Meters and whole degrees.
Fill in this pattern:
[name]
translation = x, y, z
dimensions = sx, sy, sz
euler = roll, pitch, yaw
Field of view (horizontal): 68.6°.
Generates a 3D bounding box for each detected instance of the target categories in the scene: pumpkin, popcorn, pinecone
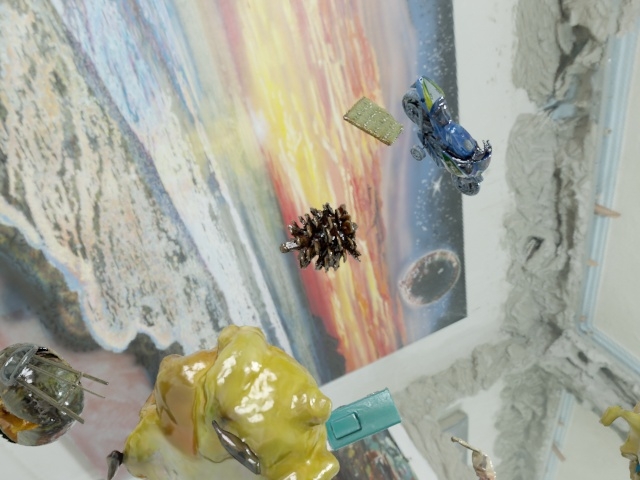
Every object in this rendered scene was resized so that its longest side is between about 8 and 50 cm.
[pumpkin]
translation = -0.836, 0.445, 1.365
dimensions = 0.321, 0.192, 0.320
euler = 12, -62, 23
[popcorn]
translation = -0.119, 0.259, 0.688
dimensions = 0.316, 0.281, 0.297
euler = 11, -71, 26
[pinecone]
translation = 0.000, 0.001, 1.262
dimensions = 0.169, 0.213, 0.185
euler = 28, 42, -75

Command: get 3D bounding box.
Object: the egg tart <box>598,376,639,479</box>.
[egg tart]
translation = 0.449, 0.132, 0.422
dimensions = 0.169, 0.388, 0.387
euler = -98, 177, -51

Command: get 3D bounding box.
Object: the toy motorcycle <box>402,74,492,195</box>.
[toy motorcycle]
translation = 0.244, -0.192, 0.893
dimensions = 0.254, 0.092, 0.135
euler = 53, -15, -9

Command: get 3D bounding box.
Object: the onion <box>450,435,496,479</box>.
[onion]
translation = 0.346, 0.542, 0.814
dimensions = 0.256, 0.231, 0.272
euler = 14, -98, 63

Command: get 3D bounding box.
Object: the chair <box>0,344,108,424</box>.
[chair]
translation = -0.592, 0.311, 1.047
dimensions = 0.222, 0.104, 0.095
euler = 33, -40, -15

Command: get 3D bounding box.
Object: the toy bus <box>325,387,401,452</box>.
[toy bus]
translation = 0.079, 0.365, 0.958
dimensions = 0.092, 0.160, 0.079
euler = 71, -3, -71

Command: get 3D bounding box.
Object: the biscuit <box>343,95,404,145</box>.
[biscuit]
translation = 0.139, -0.296, 1.157
dimensions = 0.144, 0.203, 0.016
euler = 32, -55, 3
